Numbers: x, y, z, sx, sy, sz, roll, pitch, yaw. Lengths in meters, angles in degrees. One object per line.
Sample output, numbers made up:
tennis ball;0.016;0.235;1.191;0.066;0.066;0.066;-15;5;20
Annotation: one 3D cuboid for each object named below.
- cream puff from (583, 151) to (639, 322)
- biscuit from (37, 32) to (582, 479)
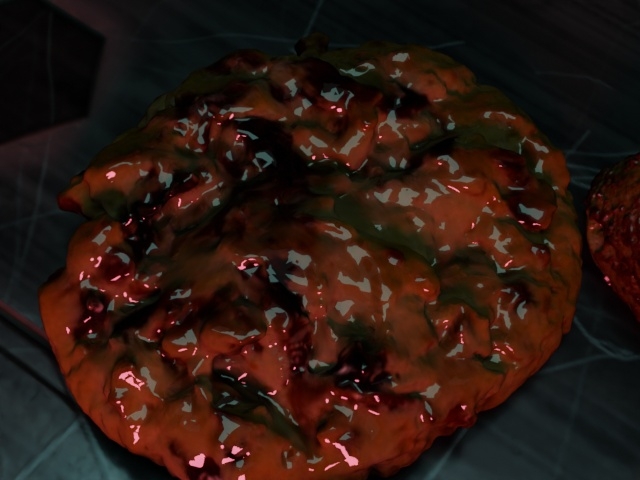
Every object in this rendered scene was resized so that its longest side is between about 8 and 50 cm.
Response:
cream puff;0.233;-0.010;0.798;0.149;0.084;0.149;2;58;-3
biscuit;-0.003;-0.003;0.781;0.334;0.081;0.289;-38;70;-24
